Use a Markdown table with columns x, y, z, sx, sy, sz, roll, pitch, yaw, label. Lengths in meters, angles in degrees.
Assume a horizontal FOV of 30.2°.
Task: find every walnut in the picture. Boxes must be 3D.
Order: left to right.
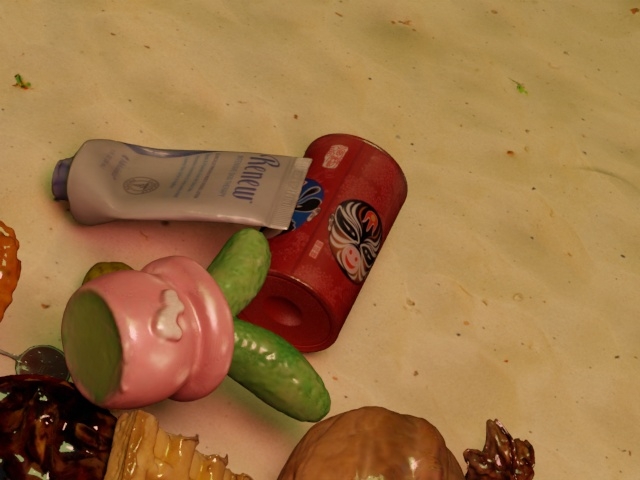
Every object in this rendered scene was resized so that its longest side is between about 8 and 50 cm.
| x | y | z | sx | sy | sz | roll | pitch | yaw | label |
| --- | --- | --- | --- | --- | --- | --- | --- | --- | --- |
| 0.076 | 0.402 | 1.720 | 0.306 | 0.306 | 0.344 | 25 | 53 | -2 | walnut |

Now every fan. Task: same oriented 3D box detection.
| x | y | z | sx | sy | sz | roll | pitch | yaw | label |
| --- | --- | --- | --- | --- | --- | --- | --- | --- | --- |
| -0.453 | 0.191 | 1.843 | 0.133 | 0.005 | 0.085 | 23 | 54 | -5 | fan |

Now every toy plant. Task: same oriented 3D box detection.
| x | y | z | sx | sy | sz | roll | pitch | yaw | label |
| --- | --- | --- | --- | --- | --- | --- | --- | --- | --- |
| -0.178 | 0.148 | 1.707 | 0.356 | 0.210 | 0.317 | -4 | 66 | -49 | toy plant |

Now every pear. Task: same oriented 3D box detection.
| x | y | z | sx | sy | sz | roll | pitch | yaw | label |
| --- | --- | --- | --- | --- | --- | --- | --- | --- | --- |
| -0.329 | 0.092 | 1.893 | 0.107 | 0.107 | 0.131 | -2 | 66 | -21 | pear |

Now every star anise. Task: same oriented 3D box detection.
| x | y | z | sx | sy | sz | roll | pitch | yaw | label |
| --- | --- | --- | --- | --- | --- | --- | --- | --- | --- |
| 0.297 | 0.418 | 1.853 | 0.288 | 0.088 | 0.288 | 34 | 50 | -53 | star anise |

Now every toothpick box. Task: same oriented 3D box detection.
| x | y | z | sx | sy | sz | roll | pitch | yaw | label |
| --- | --- | --- | --- | --- | --- | --- | --- | --- | --- |
| 0.000 | 0.000 | 2.011 | 0.204 | 0.204 | 0.333 | 29 | 52 | 0 | toothpick box |

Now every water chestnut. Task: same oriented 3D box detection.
| x | y | z | sx | sy | sz | roll | pitch | yaw | label |
| --- | --- | --- | --- | --- | --- | --- | --- | --- | --- |
| -0.392 | 0.306 | 1.622 | 0.300 | 0.300 | 0.300 | 9 | 55 | -14 | water chestnut |

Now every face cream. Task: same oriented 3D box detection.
| x | y | z | sx | sy | sz | roll | pitch | yaw | label |
| --- | --- | --- | --- | --- | --- | --- | --- | --- | --- |
| -0.238 | -0.087 | 1.953 | 0.420 | 0.137 | 0.235 | 3 | 31 | 9 | face cream |

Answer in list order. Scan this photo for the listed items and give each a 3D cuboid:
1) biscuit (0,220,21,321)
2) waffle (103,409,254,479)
| x | y | z | sx | sy | sz | roll | pitch | yaw | label |
| --- | --- | --- | --- | --- | --- | --- | --- | --- | --- |
| -0.558 | 0.121 | 1.686 | 0.110 | 0.318 | 0.312 | 38 | 47 | -30 | biscuit |
| -0.186 | 0.428 | 1.624 | 0.348 | 0.077 | 0.304 | 45 | 42 | -40 | waffle |
